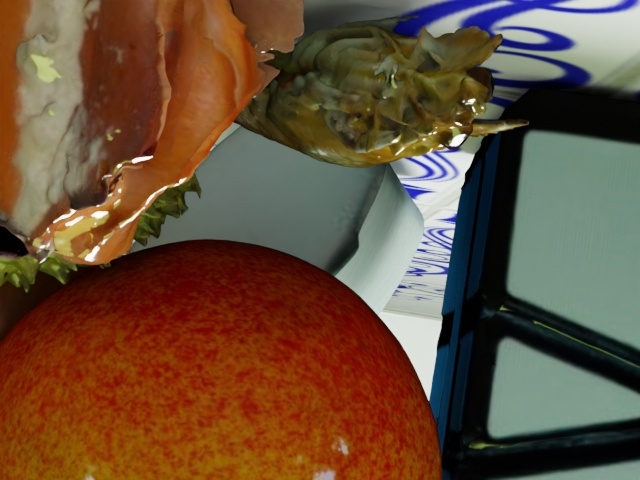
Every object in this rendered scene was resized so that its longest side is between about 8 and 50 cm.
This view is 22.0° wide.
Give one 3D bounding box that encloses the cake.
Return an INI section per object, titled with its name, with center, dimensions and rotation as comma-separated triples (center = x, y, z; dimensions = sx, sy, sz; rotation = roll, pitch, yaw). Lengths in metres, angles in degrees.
[cake]
center = -0.148, -0.078, 0.628
dimensions = 0.287, 0.135, 0.098
rotation = 17, -166, 29

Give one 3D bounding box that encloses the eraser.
[eraser]
center = -0.023, 0.019, 1.026
dimensions = 0.104, 0.189, 0.290
rotation = 38, 180, 10

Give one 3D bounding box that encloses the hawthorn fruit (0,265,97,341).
[hawthorn fruit]
center = -0.234, 0.013, 0.874
dimensions = 0.258, 0.262, 0.258
rotation = 21, -171, -4

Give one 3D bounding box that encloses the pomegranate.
[pomegranate]
center = -0.053, 0.125, 0.753
dimensions = 0.220, 0.257, 0.221
rotation = 6, 158, 2

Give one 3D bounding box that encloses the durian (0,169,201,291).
[durian]
center = -0.113, -0.023, 0.730
dimensions = 0.186, 0.119, 0.108
rotation = 24, 171, 38

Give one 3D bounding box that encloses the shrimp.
[shrimp]
center = -0.010, -0.072, 0.676
dimensions = 0.150, 0.068, 0.248
rotation = 19, 174, -36

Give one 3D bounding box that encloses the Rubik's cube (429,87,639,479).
[Rubik's cube]
center = 0.204, 0.092, 0.880
dimensions = 0.293, 0.289, 0.283
rotation = 11, 174, -1
